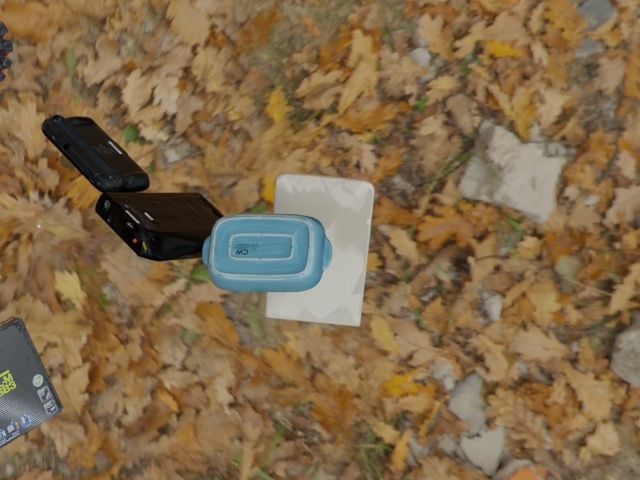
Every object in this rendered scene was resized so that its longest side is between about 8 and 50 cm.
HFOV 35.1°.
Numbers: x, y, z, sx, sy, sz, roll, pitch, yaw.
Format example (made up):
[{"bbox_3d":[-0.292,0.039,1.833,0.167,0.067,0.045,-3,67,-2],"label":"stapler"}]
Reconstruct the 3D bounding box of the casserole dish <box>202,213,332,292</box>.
[{"bbox_3d":[-0.079,0.013,1.411,0.188,0.037,0.114,1,74,12],"label":"casserole dish"}]

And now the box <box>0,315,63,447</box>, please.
[{"bbox_3d":[-0.550,0.250,1.687,0.190,0.045,0.184,-30,111,-34],"label":"box"}]

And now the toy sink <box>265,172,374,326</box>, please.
[{"bbox_3d":[0.000,0.000,1.601,0.152,0.131,0.234,5,106,1],"label":"toy sink"}]

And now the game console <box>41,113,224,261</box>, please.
[{"bbox_3d":[-0.300,-0.091,1.609,0.361,0.213,0.044,43,115,26],"label":"game console"}]

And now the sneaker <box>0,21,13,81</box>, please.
[{"bbox_3d":[-0.454,-0.128,1.080,0.299,0.112,0.121,-55,140,-20],"label":"sneaker"}]
